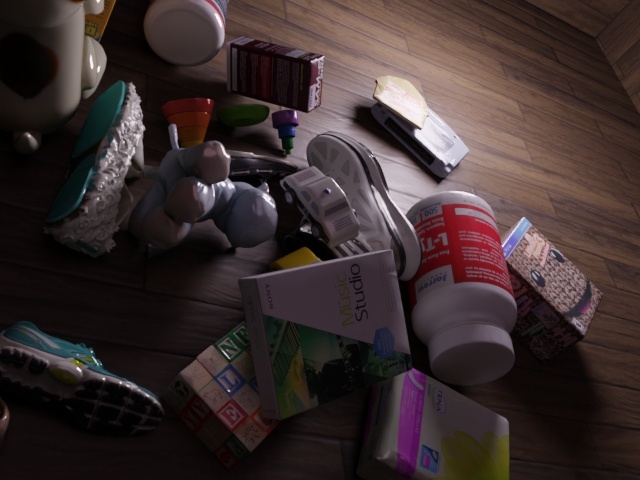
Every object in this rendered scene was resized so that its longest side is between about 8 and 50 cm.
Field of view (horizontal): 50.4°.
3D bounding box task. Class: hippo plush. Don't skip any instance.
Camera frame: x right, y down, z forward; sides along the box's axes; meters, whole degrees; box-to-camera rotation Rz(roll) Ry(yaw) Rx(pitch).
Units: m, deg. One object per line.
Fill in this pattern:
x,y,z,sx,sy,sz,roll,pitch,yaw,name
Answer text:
-0.220,-0.056,1.334,0.236,0.234,0.294,35,-5,-32,hippo plush

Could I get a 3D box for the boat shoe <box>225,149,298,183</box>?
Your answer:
-0.144,-0.165,1.569,0.206,0.075,0.065,6,96,-40,boat shoe

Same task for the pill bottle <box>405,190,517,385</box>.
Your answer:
0.309,0.103,1.523,0.229,0.229,0.408,20,44,-22,pill bottle

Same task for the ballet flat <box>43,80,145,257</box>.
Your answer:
-0.409,-0.132,1.298,0.147,0.147,0.409,23,47,-19,ballet flat

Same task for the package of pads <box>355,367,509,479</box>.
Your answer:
0.224,0.391,1.304,0.296,0.101,0.229,30,43,-12,package of pads

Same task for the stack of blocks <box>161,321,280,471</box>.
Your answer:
-0.109,0.235,1.201,0.171,0.087,0.297,46,41,7,stack of blocks

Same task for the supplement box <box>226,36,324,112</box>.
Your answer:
-0.113,-0.408,1.663,0.239,0.130,0.073,20,35,23,supplement box

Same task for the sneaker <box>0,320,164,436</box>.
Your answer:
-0.358,0.204,1.035,0.275,0.107,0.110,33,22,-18,sneaker

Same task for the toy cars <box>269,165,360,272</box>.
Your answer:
0.000,0.000,1.323,0.176,0.087,0.394,12,54,-12,toy cars

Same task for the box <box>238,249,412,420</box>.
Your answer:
0.020,0.151,1.181,0.322,0.058,0.232,-11,91,-39,box

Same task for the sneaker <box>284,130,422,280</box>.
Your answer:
0.017,-0.082,1.519,0.257,0.169,0.447,-9,50,-30,sneaker

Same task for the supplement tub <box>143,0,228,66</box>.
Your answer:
-0.326,-0.581,1.685,0.191,0.191,0.272,19,45,-23,supplement tub

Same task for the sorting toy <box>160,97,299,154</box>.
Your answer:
-0.195,-0.247,1.582,0.365,0.127,0.126,-3,86,-42,sorting toy

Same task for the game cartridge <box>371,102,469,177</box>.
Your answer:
0.304,-0.330,2.042,0.297,0.062,0.198,44,37,5,game cartridge

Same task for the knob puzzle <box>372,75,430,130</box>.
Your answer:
0.238,-0.415,2.006,0.213,0.030,0.213,20,45,-21,knob puzzle

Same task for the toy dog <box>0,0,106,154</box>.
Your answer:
-0.529,-0.397,1.188,0.284,0.408,0.395,13,57,-15,toy dog

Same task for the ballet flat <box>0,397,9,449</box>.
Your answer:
-0.528,0.158,0.942,0.316,0.106,0.107,47,41,9,ballet flat

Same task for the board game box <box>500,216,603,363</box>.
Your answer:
0.550,0.123,1.753,0.291,0.141,0.232,45,41,5,board game box

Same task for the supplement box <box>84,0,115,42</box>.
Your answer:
-0.491,-0.490,1.449,0.078,0.233,0.080,13,51,-29,supplement box
